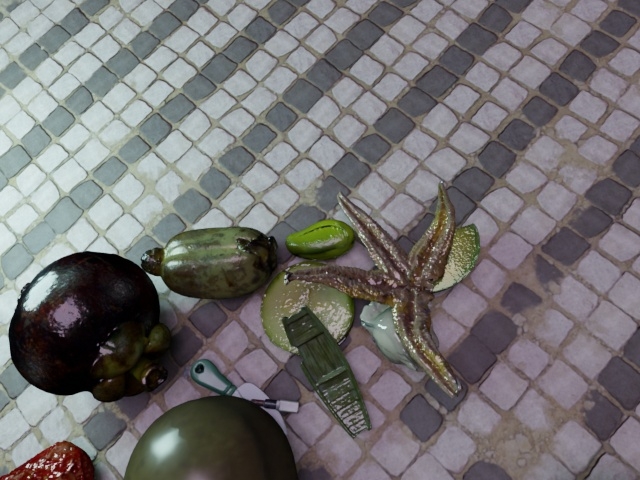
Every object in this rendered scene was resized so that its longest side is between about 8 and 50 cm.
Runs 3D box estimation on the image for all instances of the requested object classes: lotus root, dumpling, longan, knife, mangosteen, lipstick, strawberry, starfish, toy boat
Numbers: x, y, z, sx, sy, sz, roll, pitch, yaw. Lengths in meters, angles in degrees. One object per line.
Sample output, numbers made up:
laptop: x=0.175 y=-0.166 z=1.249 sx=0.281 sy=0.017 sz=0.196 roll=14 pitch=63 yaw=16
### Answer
lotus root: x=-0.252 y=0.045 z=1.094 sx=0.310 sy=0.173 sz=0.173 roll=-3 pitch=72 yaw=6
dumpling: x=0.176 y=0.194 z=1.017 sx=0.127 sy=0.108 sz=0.188 roll=-30 pitch=56 yaw=-26
longan: x=-0.193 y=0.472 z=0.867 sx=0.361 sy=0.361 sz=0.360 roll=-2 pitch=72 yaw=7
knife: x=-0.173 y=0.341 z=1.055 sx=0.260 sy=0.034 sz=0.063 roll=29 pitch=67 yaw=9
mangosteen: x=-0.476 y=0.182 z=1.007 sx=0.330 sy=0.330 sz=0.329 roll=-2 pitch=72 yaw=7
lipstick: x=-0.099 y=0.355 z=1.032 sx=0.107 sy=0.025 sz=0.025 roll=6 pitch=73 yaw=3
strawberry: x=-0.576 y=0.572 z=0.950 sx=0.261 sy=0.258 sz=0.260 roll=3 pitch=99 yaw=22
starfish: x=0.152 y=0.058 z=0.979 sx=0.384 sy=0.132 sz=0.398 roll=23 pitch=69 yaw=10
toy boat: x=0.015 y=0.272 z=1.004 sx=0.093 sy=0.055 sz=0.292 roll=-30 pitch=90 yaw=4

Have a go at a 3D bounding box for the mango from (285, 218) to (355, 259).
mango: x=0.000 y=0.000 z=1.117 sx=0.165 sy=0.074 sz=0.091 roll=-7 pitch=72 yaw=13

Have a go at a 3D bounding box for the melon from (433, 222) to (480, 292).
melon: x=0.267 y=0.055 z=1.068 sx=0.210 sy=0.064 sz=0.117 roll=-22 pitch=72 yaw=3

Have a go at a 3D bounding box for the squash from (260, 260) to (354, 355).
squash: x=-0.031 y=0.153 z=1.086 sx=0.219 sy=0.041 sz=0.219 roll=-2 pitch=71 yaw=7
